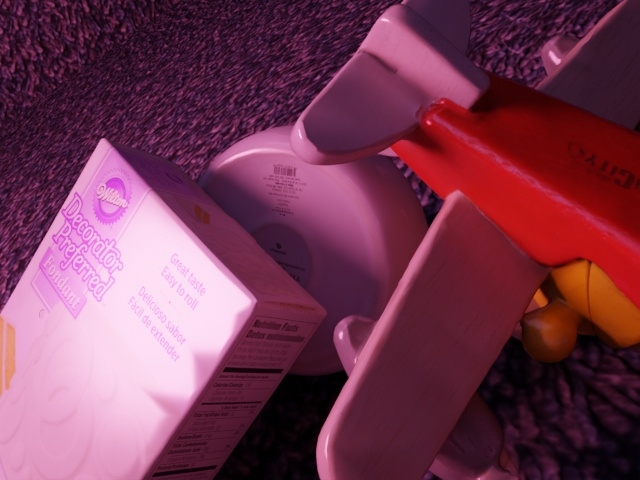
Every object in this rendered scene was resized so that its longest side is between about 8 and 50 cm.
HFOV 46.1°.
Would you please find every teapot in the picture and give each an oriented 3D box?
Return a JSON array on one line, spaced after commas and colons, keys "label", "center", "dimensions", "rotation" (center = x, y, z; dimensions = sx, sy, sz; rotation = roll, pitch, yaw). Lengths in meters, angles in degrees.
[{"label": "teapot", "center": [0.000, 0.000, 0.747], "dimensions": [0.252, 0.256, 0.187], "rotation": [-40, -7, 29]}]

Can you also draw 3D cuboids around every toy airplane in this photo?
[{"label": "toy airplane", "center": [0.159, -0.011, 0.556], "dimensions": [0.386, 0.272, 0.384], "rotation": [-10, 61, -5]}]

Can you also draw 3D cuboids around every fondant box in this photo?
[{"label": "fondant box", "center": [-0.178, 0.115, 0.647], "dimensions": [0.238, 0.096, 0.330], "rotation": [42, 104, 33]}]
